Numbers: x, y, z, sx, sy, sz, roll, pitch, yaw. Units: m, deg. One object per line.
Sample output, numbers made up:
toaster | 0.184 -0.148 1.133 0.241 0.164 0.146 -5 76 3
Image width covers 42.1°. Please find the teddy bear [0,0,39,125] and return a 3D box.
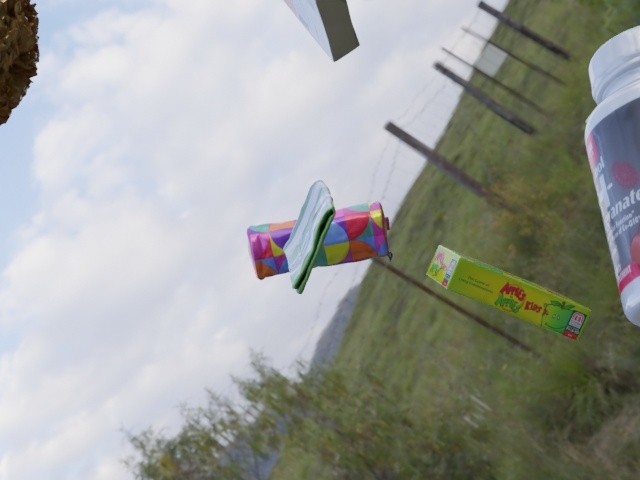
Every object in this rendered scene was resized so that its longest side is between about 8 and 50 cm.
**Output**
teddy bear | -0.315 -0.123 0.515 0.113 0.338 0.245 66 -160 -60

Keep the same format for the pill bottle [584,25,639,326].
pill bottle | 0.391 -0.075 0.910 0.176 0.177 0.318 98 170 -64

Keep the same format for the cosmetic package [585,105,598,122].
cosmetic package | 0.424 -0.152 1.140 0.041 0.060 0.115 -54 26 8

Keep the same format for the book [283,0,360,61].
book | -0.027 -0.205 0.585 0.035 0.144 0.096 -33 -17 0

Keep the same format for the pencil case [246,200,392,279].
pencil case | 0.000 0.000 1.353 0.237 0.104 0.104 -9 -17 1

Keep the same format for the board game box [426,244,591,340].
board game box | 0.232 0.064 1.032 0.092 0.181 0.043 -134 66 -78

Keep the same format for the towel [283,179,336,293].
towel | -0.016 -0.009 1.004 0.152 0.023 0.113 -106 36 -74
